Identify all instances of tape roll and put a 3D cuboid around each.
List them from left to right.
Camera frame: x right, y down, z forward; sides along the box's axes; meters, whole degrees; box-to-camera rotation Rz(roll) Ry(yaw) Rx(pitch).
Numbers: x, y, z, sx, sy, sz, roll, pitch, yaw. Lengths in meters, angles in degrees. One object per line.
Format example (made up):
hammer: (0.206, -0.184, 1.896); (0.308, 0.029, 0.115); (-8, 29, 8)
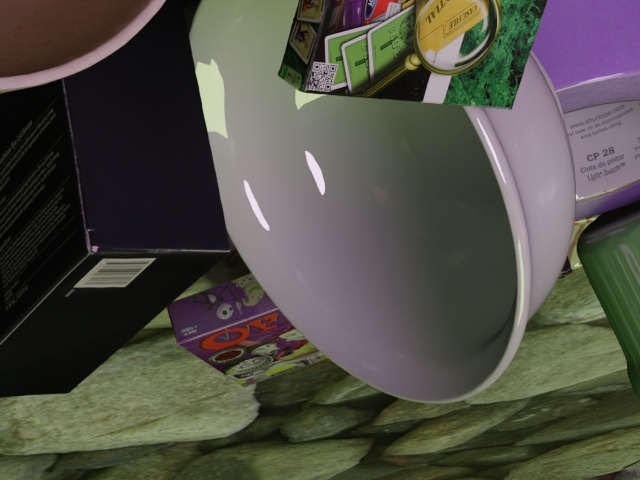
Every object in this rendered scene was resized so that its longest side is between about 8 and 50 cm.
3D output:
tape roll: (0.185, -0.100, 1.179); (0.274, 0.090, 0.275); (-12, 159, -4)

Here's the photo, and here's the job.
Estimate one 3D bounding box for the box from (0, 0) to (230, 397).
box: (-0.174, -0.024, 1.032); (0.103, 0.184, 0.261); (-1, 157, -34)

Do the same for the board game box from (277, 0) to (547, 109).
board game box: (0.073, -0.189, 0.732); (0.136, 0.030, 0.260); (-1, 116, -37)

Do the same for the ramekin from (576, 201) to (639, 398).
ramekin: (0.364, -0.003, 1.314); (0.303, 0.148, 0.303); (-30, -179, 1)

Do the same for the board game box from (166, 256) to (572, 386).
board game box: (0.053, 0.043, 1.440); (0.346, 0.056, 0.208); (-20, 156, 9)

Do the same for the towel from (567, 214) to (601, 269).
towel: (0.259, 0.002, 1.578); (0.197, 0.029, 0.144); (-11, 159, -3)

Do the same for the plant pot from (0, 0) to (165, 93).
plant pot: (-0.199, -0.173, 0.534); (0.190, 0.284, 0.284); (-9, 165, 36)

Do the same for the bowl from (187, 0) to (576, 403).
bowl: (0.058, -0.058, 0.975); (0.134, 0.298, 0.298); (-30, 171, -31)

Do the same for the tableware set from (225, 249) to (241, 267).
tableware set: (0.000, 0.000, 1.404); (0.128, 0.039, 0.194); (-4, 158, -22)
